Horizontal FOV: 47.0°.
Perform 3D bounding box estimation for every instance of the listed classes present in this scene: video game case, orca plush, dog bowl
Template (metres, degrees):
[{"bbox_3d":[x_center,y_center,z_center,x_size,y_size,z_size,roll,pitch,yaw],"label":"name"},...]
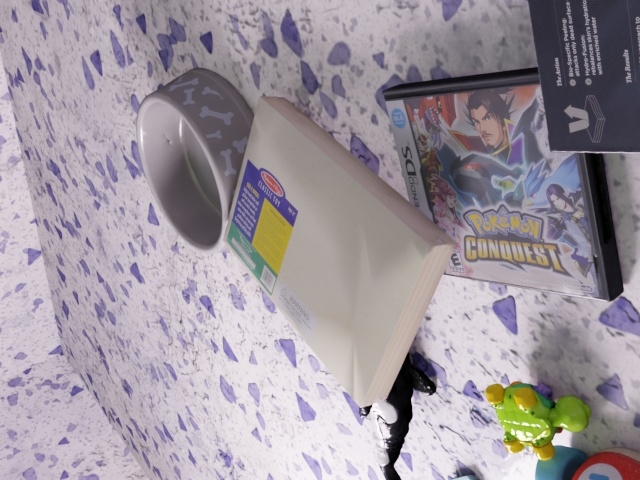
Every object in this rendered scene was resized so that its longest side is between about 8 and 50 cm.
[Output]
[{"bbox_3d":[0.198,-0.065,0.843,0.275,0.035,0.248,8,119,54],"label":"video game case"},{"bbox_3d":[0.123,0.242,1.114,0.102,0.151,0.287,-2,96,18],"label":"orca plush"},{"bbox_3d":[-0.218,-0.132,1.345,0.349,0.102,0.349,35,139,37],"label":"dog bowl"}]

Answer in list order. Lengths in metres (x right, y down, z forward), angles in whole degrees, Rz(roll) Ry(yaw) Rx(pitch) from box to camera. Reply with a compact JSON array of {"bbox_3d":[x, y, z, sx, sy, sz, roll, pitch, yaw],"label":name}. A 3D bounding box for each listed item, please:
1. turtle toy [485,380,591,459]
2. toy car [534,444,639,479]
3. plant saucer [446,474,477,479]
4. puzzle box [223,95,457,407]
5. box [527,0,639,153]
[{"bbox_3d":[0.270,0.215,0.910,0.130,0.066,0.095,-9,105,57],"label":"turtle toy"},{"bbox_3d":[0.306,0.369,0.806,0.219,0.238,0.210,-5,108,56],"label":"toy car"},{"bbox_3d":[0.266,0.447,1.134,0.192,0.018,0.067,59,148,9],"label":"plant saucer"},{"bbox_3d":[0.000,0.000,1.061,0.409,0.052,0.272,46,130,38],"label":"puzzle box"},{"bbox_3d":[0.270,-0.159,0.612,0.158,0.093,0.156,11,121,52],"label":"box"}]
